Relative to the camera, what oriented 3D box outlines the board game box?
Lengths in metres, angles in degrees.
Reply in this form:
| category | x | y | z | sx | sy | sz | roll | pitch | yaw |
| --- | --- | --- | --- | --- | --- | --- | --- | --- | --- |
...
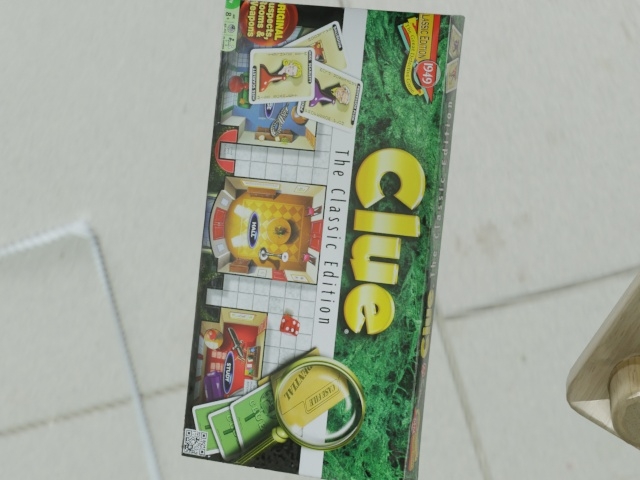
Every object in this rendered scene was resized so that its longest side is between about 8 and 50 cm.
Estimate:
| category | x | y | z | sx | sy | sz | roll | pitch | yaw |
| --- | --- | --- | --- | --- | --- | --- | --- | --- | --- |
| board game box | 0.000 | 0.000 | 1.004 | 0.136 | 0.030 | 0.259 | 6 | 92 | 18 |

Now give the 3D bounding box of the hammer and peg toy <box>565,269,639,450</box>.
| category | x | y | z | sx | sy | sz | roll | pitch | yaw |
| --- | --- | --- | --- | --- | --- | --- | --- | --- | --- |
| hammer and peg toy | 0.339 | 0.014 | 1.002 | 0.266 | 0.127 | 0.361 | 31 | 110 | -4 |
